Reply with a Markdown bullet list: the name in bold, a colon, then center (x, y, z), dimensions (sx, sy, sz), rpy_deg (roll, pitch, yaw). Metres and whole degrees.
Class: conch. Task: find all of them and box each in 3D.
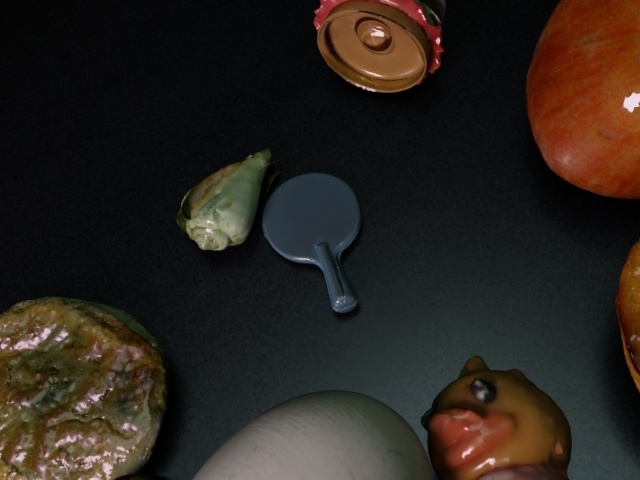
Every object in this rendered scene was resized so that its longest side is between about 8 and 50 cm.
- **conch**: center (-0.120, -0.055, 1.127), dimensions (0.106, 0.079, 0.170), rpy_deg (14, 52, 19)

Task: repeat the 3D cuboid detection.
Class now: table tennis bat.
- **table tennis bat**: center (0.000, 0.000, 1.099), dimensions (0.124, 0.033, 0.201), rpy_deg (-22, 59, 0)

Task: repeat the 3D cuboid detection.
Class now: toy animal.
- **toy animal**: center (0.189, 0.239, 0.875), dimensions (0.195, 0.169, 0.281), rpy_deg (-35, 59, 29)

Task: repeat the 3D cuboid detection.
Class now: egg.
- **egg**: center (-0.041, 0.308, 0.836), dimensions (0.230, 0.230, 0.371), rpy_deg (32, 78, 22)

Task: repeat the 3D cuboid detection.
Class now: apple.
- **apple**: center (0.383, -0.198, 1.007), dimensions (0.302, 0.301, 0.301), rpy_deg (-4, 63, 7)

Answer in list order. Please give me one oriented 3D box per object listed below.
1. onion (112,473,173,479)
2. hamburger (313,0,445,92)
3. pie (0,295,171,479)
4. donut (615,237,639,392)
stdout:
- **onion**: center (-0.187, 0.295, 0.927), dimensions (0.119, 0.117, 0.118), rpy_deg (1, 49, -2)
- **hamburger**: center (0.088, -0.286, 1.160), dimensions (0.175, 0.175, 0.137), rpy_deg (16, 60, 16)
- **pie**: center (-0.304, 0.190, 1.023), dimensions (0.277, 0.078, 0.277), rpy_deg (-4, 62, 8)
- **donut**: center (0.447, 0.102, 0.934), dimensions (0.303, 0.110, 0.303), rpy_deg (-3, 61, 5)
